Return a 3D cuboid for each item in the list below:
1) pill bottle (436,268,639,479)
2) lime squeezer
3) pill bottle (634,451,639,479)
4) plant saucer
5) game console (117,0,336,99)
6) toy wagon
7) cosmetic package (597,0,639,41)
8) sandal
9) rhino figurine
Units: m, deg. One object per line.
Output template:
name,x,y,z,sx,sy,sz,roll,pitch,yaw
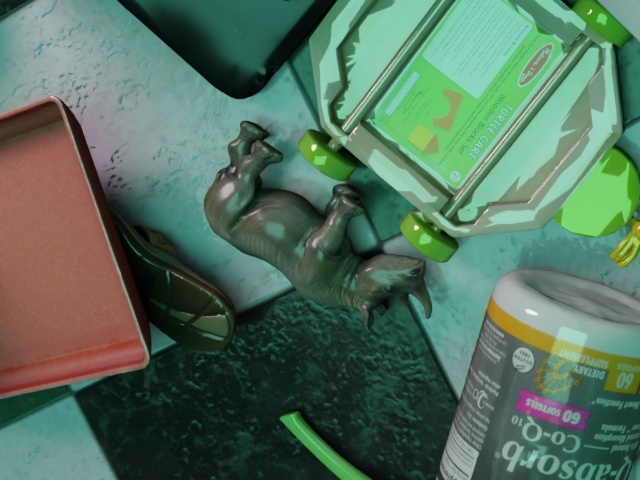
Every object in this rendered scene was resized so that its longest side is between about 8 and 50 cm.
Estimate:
pill bottle,0.192,0.177,1.396,0.162,0.162,0.278,18,104,12
lime squeezer,0.056,0.301,1.513,0.110,0.059,0.310,-17,96,17
pill bottle,0.384,0.210,1.373,0.208,0.117,0.117,-18,95,17
plant saucer,-0.278,0.011,1.522,0.259,0.048,0.258,-15,97,38
game console,-0.076,-0.370,1.423,0.342,0.060,0.386,43,108,5
toy wagon,0.154,-0.108,1.404,0.344,0.068,0.267,39,108,5
cosmetic package,0.371,-0.224,1.240,0.377,0.097,0.284,45,139,3
sandal,-0.161,0.023,1.515,0.219,0.060,0.090,31,120,16
rhino figurine,0.000,0.000,1.464,0.243,0.073,0.106,34,106,5
